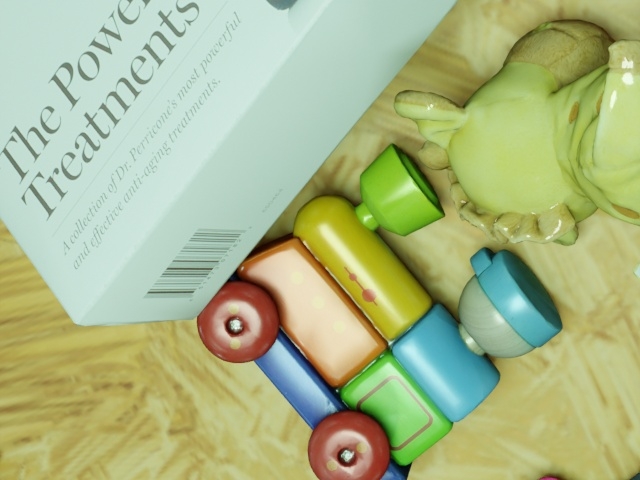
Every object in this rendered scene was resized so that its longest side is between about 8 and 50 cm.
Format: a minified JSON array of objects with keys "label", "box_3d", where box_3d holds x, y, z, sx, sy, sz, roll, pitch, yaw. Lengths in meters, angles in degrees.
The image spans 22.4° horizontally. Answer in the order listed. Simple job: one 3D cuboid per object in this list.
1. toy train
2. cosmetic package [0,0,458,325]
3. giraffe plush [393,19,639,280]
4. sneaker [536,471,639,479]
[{"label":"toy train","box_3d":[0.000,0.000,0.843,0.143,0.105,0.248,-40,91,12]},{"label":"cosmetic package","box_3d":[-0.059,-0.190,0.751,0.377,0.097,0.284,-50,63,23]},{"label":"giraffe plush","box_3d":[0.140,-0.049,0.764,0.170,0.210,0.181,2,122,50]},{"label":"sneaker","box_3d":[0.233,0.144,0.799,0.299,0.121,0.112,-22,96,21]}]
